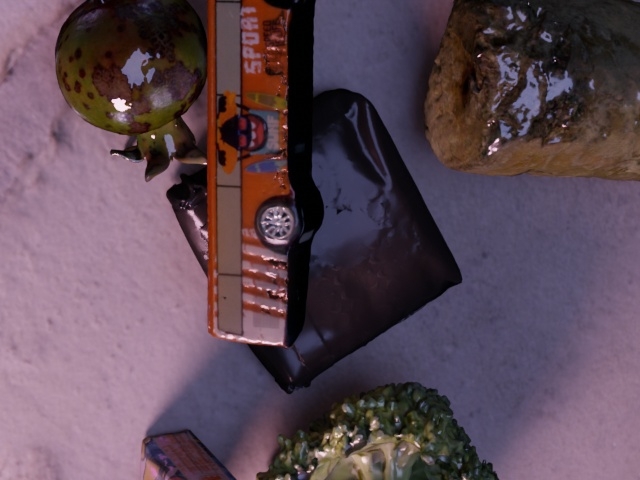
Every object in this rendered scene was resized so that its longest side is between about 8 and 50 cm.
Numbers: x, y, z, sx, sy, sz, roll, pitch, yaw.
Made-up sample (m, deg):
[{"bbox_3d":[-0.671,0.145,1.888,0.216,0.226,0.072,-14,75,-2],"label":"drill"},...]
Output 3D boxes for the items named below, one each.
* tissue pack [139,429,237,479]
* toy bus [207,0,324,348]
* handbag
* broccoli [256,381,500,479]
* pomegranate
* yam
[{"bbox_3d":[-0.123,0.256,1.344,0.065,0.155,0.115,-4,102,-21],"label":"tissue pack"},{"bbox_3d":[-0.047,-0.111,1.262,0.092,0.093,0.408,4,102,13],"label":"toy bus"},{"bbox_3d":[0.000,0.000,1.391,0.223,0.080,0.247,-34,110,-13],"label":"handbag"},{"bbox_3d":[0.040,0.285,1.388,0.260,0.235,0.288,-29,106,-42],"label":"broccoli"},{"bbox_3d":[-0.165,-0.140,1.267,0.148,0.148,0.169,-9,108,-21],"label":"pomegranate"},{"bbox_3d":[0.251,-0.151,1.406,0.300,0.195,0.195,3,98,-24],"label":"yam"}]
